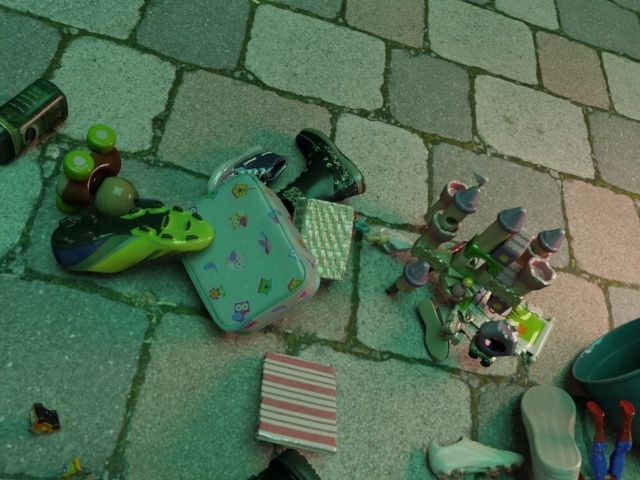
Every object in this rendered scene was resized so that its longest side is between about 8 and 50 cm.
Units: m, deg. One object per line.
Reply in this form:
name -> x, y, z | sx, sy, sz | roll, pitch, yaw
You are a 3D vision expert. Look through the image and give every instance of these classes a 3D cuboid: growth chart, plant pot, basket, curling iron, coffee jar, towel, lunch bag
growth chart -> 0.419, 0.168, 1.379 | 0.237, 0.021, 0.172 | 32, 53, 1
plant pot -> 0.715, 0.321, 1.256 | 0.272, 0.272, 0.255 | -31, 88, -33
basket -> 0.000, 0.000, 1.236 | 0.114, 0.103, 0.167 | 10, 88, -14
curling iron -> 0.258, 0.065, 1.374 | 0.274, 0.035, 0.068 | -19, 67, -30
coffee jar -> -0.597, -0.238, 1.211 | 0.079, 0.096, 0.184 | 32, 53, 5
towel -> -0.041, 0.290, 1.088 | 0.144, 0.029, 0.197 | 16, 35, -12
lunch bag -> -0.149, 0.027, 1.154 | 0.224, 0.108, 0.279 | -35, 67, 9

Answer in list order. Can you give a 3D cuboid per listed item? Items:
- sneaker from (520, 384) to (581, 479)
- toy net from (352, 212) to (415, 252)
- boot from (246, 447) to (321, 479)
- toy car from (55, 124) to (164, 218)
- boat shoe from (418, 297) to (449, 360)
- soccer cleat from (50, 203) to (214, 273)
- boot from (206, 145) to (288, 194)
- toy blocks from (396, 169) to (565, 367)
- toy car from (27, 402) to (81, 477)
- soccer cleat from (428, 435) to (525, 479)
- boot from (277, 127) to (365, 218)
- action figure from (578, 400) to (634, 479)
sneaker -> 0.444, 0.419, 1.186 | 0.108, 0.169, 0.292 | 3, 19, 17
toy net -> 0.100, -0.016, 1.368 | 0.232, 0.045, 0.122 | 17, 26, -13
boot -> -0.053, 0.515, 0.908 | 0.260, 0.131, 0.348 | -26, 60, -39
toy car -> -0.393, -0.099, 1.173 | 0.189, 0.155, 0.148 | 32, 53, -11
boat shoe -> 0.245, 0.188, 1.287 | 0.043, 0.049, 0.136 | 25, 44, -54
soccer cleat -> -0.339, 0.006, 1.115 | 0.290, 0.121, 0.093 | -4, 47, -5
boot -> -0.156, -0.143, 1.316 | 0.086, 0.069, 0.190 | 21, 48, 28
toy blocks -> 0.349, 0.026, 1.240 | 0.289, 0.260, 0.309 | 35, 49, -2
toy car -> -0.426, 0.316, 0.949 | 0.041, 0.060, 0.122 | -35, 65, -1
soccer cleat -> 0.298, 0.408, 1.154 | 0.197, 0.068, 0.076 | 3, 51, -17
boot -> -0.033, -0.150, 1.371 | 0.179, 0.085, 0.236 | -32, 56, -18
action figure -> 0.543, 0.424, 1.172 | 0.092, 0.280, 0.139 | -3, 14, 8
